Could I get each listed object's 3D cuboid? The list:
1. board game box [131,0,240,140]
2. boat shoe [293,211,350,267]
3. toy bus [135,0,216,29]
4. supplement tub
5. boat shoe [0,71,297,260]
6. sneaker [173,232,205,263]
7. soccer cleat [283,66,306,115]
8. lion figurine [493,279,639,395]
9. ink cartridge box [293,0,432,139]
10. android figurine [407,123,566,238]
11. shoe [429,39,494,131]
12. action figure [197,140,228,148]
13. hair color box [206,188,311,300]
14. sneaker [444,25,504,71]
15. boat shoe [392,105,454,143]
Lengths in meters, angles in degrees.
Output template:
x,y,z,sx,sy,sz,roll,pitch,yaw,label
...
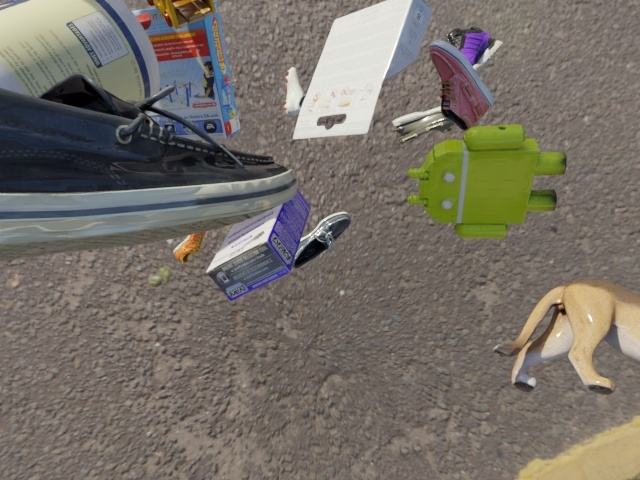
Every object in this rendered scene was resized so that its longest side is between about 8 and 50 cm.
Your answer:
x,y,z,sx,sy,sz,roll,pitch,yaw,label
-0.372,-0.394,1.247,0.308,0.086,0.302,1,115,17,board game box
0.000,0.000,1.722,0.254,0.095,0.079,-32,40,-3,boat shoe
-0.297,-0.517,1.038,0.202,0.104,0.191,6,56,9,toy bus
-0.439,-0.237,0.795,0.235,0.235,0.325,37,52,6,supplement tub
-0.204,-0.072,0.488,0.187,0.500,0.156,-14,86,38,boat shoe
-0.415,0.004,1.724,0.067,0.064,0.175,44,107,12,sneaker
-0.088,-0.533,1.858,0.076,0.068,0.196,1,70,3,soccer cleat
0.449,0.134,0.709,0.392,0.142,0.240,23,61,6,lion figurine
0.102,-0.432,1.365,0.091,0.308,0.385,24,81,-38,ink cartridge box
0.298,-0.104,0.956,0.273,0.248,0.056,1,43,7,android figurine
0.253,-0.289,0.982,0.178,0.063,0.081,40,85,-25,shoe
-0.428,-0.363,1.697,0.276,0.141,0.164,4,98,-43,action figure
-0.147,-0.009,1.342,0.185,0.339,0.110,-27,112,22,hair color box
0.415,-0.549,1.539,0.146,0.102,0.293,44,57,3,sneaker
0.401,-0.406,1.754,0.305,0.109,0.091,-11,107,24,boat shoe
